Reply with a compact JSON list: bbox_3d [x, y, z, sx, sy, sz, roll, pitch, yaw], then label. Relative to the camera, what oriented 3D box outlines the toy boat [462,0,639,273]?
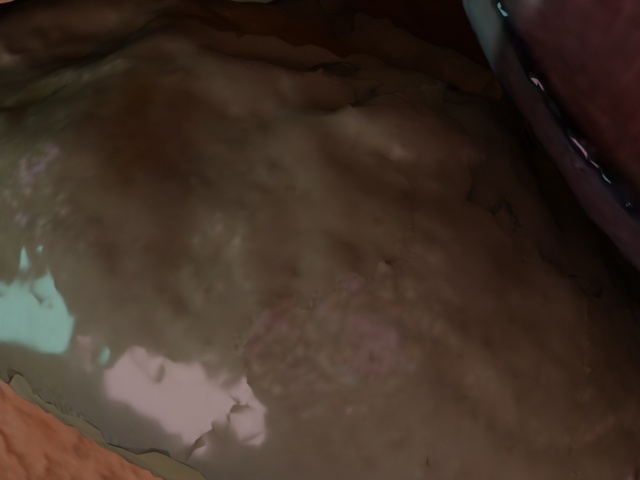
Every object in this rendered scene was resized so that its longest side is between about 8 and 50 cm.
[{"bbox_3d":[0.149,-0.034,0.524,0.227,0.155,0.085,43,176,9],"label":"toy boat"}]

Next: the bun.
[{"bbox_3d":[0.000,0.000,0.602,0.287,0.287,0.146,28,94,17],"label":"bun"}]
